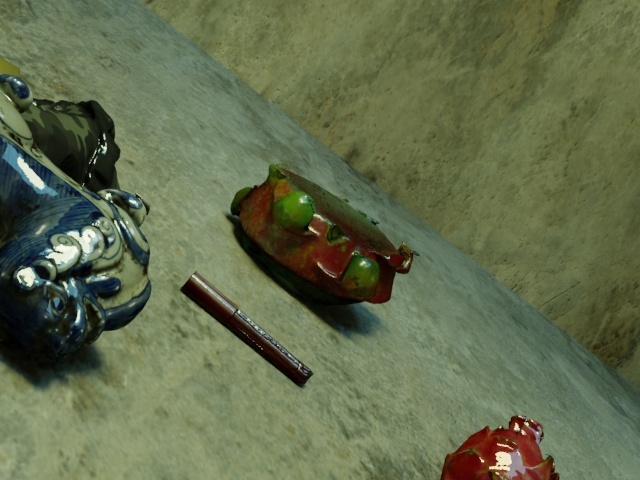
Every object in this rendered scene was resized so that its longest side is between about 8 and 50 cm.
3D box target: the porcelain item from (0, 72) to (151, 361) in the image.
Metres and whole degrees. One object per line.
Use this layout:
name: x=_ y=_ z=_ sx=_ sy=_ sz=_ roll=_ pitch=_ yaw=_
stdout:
porcelain item: x=-0.275 y=-0.020 z=1.098 sx=0.288 sy=0.138 sz=0.186 roll=44 pitch=28 yaw=-2

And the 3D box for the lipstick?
lipstick: x=-0.081 y=0.100 z=1.462 sx=0.176 sy=0.027 sz=0.027 roll=41 pitch=11 yaw=-1

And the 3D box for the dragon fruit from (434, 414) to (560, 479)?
dragon fruit: x=0.188 y=0.265 z=1.396 sx=0.136 sy=0.166 sz=0.133 roll=34 pitch=-33 yaw=-7

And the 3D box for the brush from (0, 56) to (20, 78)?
brush: x=-0.382 y=-0.154 z=1.442 sx=0.103 sy=0.047 sz=0.233 roll=32 pitch=18 yaw=-28

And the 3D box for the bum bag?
bum bag: x=-0.301 y=-0.098 z=1.352 sx=0.144 sy=0.095 sz=0.340 roll=65 pitch=17 yaw=11

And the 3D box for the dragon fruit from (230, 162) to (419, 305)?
dragon fruit: x=0.000 y=0.000 z=1.829 sx=0.268 sy=0.130 sz=0.295 roll=46 pitch=13 yaw=29
